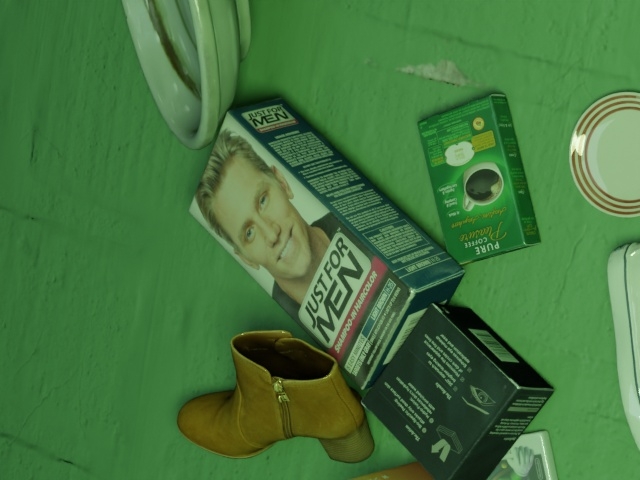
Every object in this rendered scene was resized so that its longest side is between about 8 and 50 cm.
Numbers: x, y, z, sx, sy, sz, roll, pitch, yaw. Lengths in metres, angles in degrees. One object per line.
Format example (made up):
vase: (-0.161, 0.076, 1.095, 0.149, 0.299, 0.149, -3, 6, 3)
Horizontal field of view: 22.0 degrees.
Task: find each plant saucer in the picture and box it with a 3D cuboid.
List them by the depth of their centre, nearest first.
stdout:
plant saucer: (-0.169, -0.318, 2.089, 0.400, 0.101, 0.400, 163, 90, -75)

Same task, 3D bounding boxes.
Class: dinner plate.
dinner plate: (0.346, -0.096, 1.857, 0.141, 0.017, 0.141, 2, 93, 36)

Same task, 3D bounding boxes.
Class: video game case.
video game case: (0.212, 0.332, 1.970, 0.173, 0.022, 0.190, -15, 84, 35)

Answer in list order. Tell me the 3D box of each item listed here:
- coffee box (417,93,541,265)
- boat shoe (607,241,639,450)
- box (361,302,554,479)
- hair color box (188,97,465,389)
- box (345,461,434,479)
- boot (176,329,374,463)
coffee box: (0.187, -0.069, 1.956, 0.113, 0.040, 0.184, -19, 81, 37)
boat shoe: (0.377, 0.126, 1.798, 0.084, 0.095, 0.258, -15, 85, 39)
box: (0.160, 0.183, 1.942, 0.156, 0.093, 0.158, 46, 110, 31)
hair color box: (0.000, 0.000, 2.032, 0.347, 0.105, 0.174, 45, 130, 26)
box: (0.108, 0.337, 1.926, 0.130, 0.170, 0.091, 32, 111, 31)
boot: (-0.081, 0.183, 2.056, 0.295, 0.211, 0.104, 5, 53, 27)
